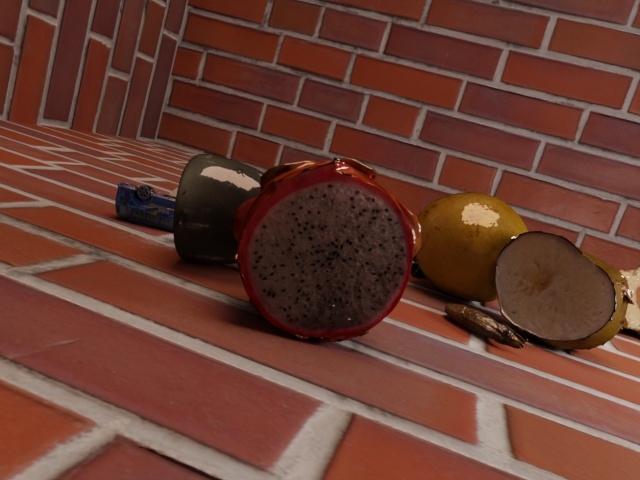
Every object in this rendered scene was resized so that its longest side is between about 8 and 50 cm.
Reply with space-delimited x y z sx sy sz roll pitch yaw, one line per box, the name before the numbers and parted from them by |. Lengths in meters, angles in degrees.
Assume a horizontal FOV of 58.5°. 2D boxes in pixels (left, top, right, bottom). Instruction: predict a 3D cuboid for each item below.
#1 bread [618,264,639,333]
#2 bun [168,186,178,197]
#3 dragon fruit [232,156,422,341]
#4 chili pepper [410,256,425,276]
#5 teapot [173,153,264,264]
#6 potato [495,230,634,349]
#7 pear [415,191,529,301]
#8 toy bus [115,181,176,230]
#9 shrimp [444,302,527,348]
bread | 0.970 0.180 1.763 0.184 0.211 0.224 23 4 -2
bun | -0.335 -0.079 1.504 0.138 0.094 0.138 1 40 -1
dragon fruit | 0.000 0.000 0.968 0.306 0.305 0.226 14 10 -12
chili pepper | 0.364 0.083 1.754 0.227 0.088 0.059 14 -18 -33
teapot | -0.131 -0.047 1.191 0.286 0.223 0.305 9 -2 1
potato | 0.569 0.128 1.352 0.196 0.246 0.299 26 18 -47
pear | 0.403 0.013 1.549 0.315 0.314 0.314 15 9 -3
toy bus | -0.373 -0.072 1.377 0.237 0.094 0.079 16 3 -11
shrimp | 0.368 0.188 1.253 0.126 0.047 0.223 22 3 -34
